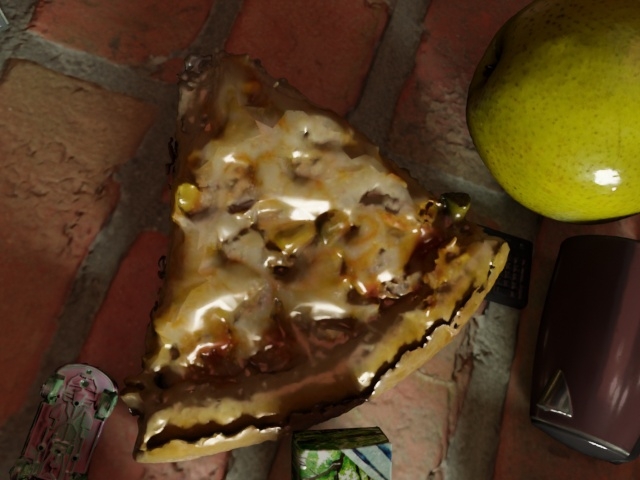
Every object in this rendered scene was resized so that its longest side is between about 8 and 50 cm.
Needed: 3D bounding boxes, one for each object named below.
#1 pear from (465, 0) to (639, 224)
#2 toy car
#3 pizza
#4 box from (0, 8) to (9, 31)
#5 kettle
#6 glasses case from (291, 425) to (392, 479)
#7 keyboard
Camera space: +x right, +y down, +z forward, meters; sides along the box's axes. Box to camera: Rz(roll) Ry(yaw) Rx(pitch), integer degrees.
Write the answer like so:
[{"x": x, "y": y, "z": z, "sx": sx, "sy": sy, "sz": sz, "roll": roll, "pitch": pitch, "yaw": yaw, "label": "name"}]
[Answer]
[{"x": 0.321, "y": -0.163, "z": 0.622, "sx": 0.295, "sy": 0.294, "sz": 0.293, "roll": 3, "pitch": 75, "yaw": -10, "label": "pear"}, {"x": -0.250, "y": 0.190, "z": 0.529, "sx": 0.069, "sy": 0.055, "sz": 0.142, "roll": 20, "pitch": 86, "yaw": -4, "label": "toy car"}, {"x": 0.013, "y": 0.030, "z": 0.572, "sx": 0.393, "sy": 0.080, "sz": 0.434, "roll": 8, "pitch": 89, "yaw": -9, "label": "pizza"}, {"x": -0.481, "y": -0.253, "z": 0.564, "sx": 0.225, "sy": 0.129, "sz": 0.086, "roll": -33, "pitch": 84, "yaw": -17, "label": "box"}, {"x": 0.337, "y": 0.136, "z": 0.626, "sx": 0.202, "sy": 0.144, "sz": 0.232, "roll": 31, "pitch": 76, "yaw": -34, "label": "kettle"}, {"x": 0.018, "y": 0.325, "z": 0.509, "sx": 0.096, "sy": 0.062, "sz": 0.271, "roll": 0, "pitch": 89, "yaw": -10, "label": "glasses case"}, {"x": 0.091, "y": -0.005, "z": 0.652, "sx": 0.382, "sy": 0.041, "sz": 0.103, "roll": 14, "pitch": 73, "yaw": -7, "label": "keyboard"}]
